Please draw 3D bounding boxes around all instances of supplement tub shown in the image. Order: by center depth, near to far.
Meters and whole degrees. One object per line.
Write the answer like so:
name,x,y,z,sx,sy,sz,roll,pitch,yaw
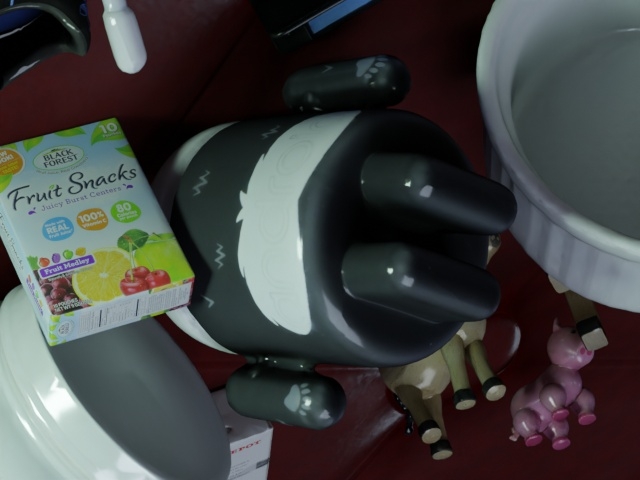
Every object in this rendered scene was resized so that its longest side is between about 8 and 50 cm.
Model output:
supplement tub,-0.248,0.191,1.428,0.325,0.235,0.235,-39,148,17

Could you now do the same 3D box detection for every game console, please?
game console,0.022,-0.158,1.291,0.122,0.071,0.107,-29,149,2

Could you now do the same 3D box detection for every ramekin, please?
ramekin,0.244,-0.082,1.401,0.277,0.277,0.135,-23,156,-11

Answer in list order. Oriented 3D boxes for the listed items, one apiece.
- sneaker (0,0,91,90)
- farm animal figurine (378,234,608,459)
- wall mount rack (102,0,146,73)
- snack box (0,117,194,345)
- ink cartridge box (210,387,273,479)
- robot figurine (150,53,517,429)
sneaker,-0.244,-0.105,1.131,0.232,0.090,0.081,-26,150,-6
farm animal figurine,0.203,0.015,1.616,0.330,0.172,0.327,-14,143,-6
wall mount rack,-0.041,-0.258,1.032,0.350,0.130,0.304,-21,149,-12
snack box,-0.156,-0.008,1.299,0.100,0.141,0.037,-15,148,-22
ink cartridge box,-0.100,0.191,1.726,0.099,0.056,0.135,-18,148,-18
robot figurine,0.002,-0.001,1.329,0.209,0.278,0.174,-44,117,-32
